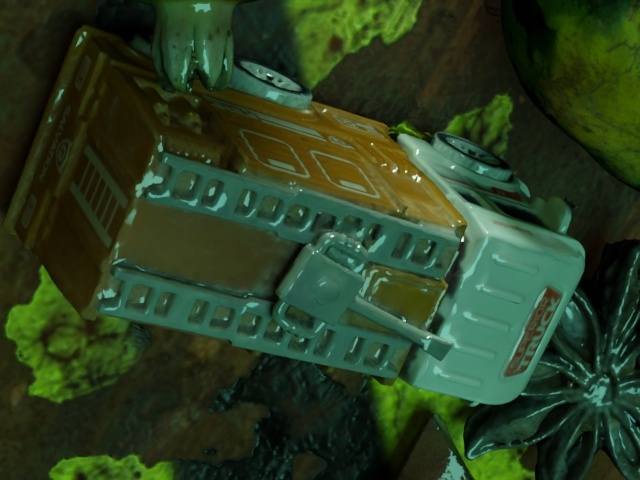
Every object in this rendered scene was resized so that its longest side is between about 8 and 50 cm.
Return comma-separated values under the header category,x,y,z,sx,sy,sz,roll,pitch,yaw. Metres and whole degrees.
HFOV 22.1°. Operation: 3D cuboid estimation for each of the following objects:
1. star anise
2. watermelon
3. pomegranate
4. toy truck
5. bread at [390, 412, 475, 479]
category,x,y,z,sx,sy,sz,roll,pitch,yaw
star anise,0.228,0.105,1.352,0.223,0.109,0.236,39,110,-11
watermelon,0.260,-0.156,1.142,0.269,0.269,0.269,-10,118,-20
pomegranate,-0.078,-0.194,1.010,0.180,0.180,0.209,-3,89,-23
toy truck,0.000,0.000,1.134,0.388,0.207,0.173,15,108,-30
bread,0.092,0.241,1.378,0.119,0.067,0.192,18,106,-30
